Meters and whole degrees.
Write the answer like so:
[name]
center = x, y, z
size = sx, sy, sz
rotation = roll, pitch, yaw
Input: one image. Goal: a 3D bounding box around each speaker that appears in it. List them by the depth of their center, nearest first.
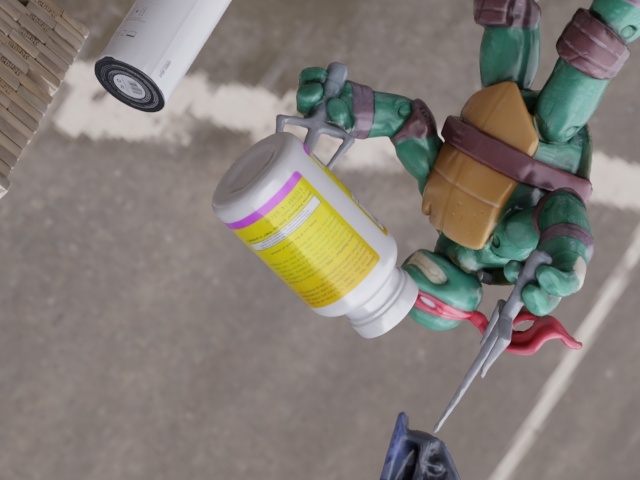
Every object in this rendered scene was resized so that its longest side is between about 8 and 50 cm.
[speaker]
center = -0.095, -0.154, 1.248
size = 0.136, 0.055, 0.055
rotation = -61, 162, -26

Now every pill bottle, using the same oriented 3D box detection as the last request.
[pill bottle]
center = 0.000, 0.000, 0.721
size = 0.043, 0.083, 0.043
rotation = -37, -158, 18

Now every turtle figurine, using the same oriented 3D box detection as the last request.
[turtle figurine]
center = 0.072, -0.041, 0.840
size = 0.118, 0.175, 0.234
rotation = 13, 103, -59

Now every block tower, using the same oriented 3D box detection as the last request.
[block tower]
center = -0.271, -0.112, 1.472
size = 0.091, 0.097, 0.335
rotation = -44, -163, 22

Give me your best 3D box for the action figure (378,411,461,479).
[action figure]
center = 0.044, 0.257, 1.020
size = 0.178, 0.330, 0.341
rotation = 39, 58, -66
